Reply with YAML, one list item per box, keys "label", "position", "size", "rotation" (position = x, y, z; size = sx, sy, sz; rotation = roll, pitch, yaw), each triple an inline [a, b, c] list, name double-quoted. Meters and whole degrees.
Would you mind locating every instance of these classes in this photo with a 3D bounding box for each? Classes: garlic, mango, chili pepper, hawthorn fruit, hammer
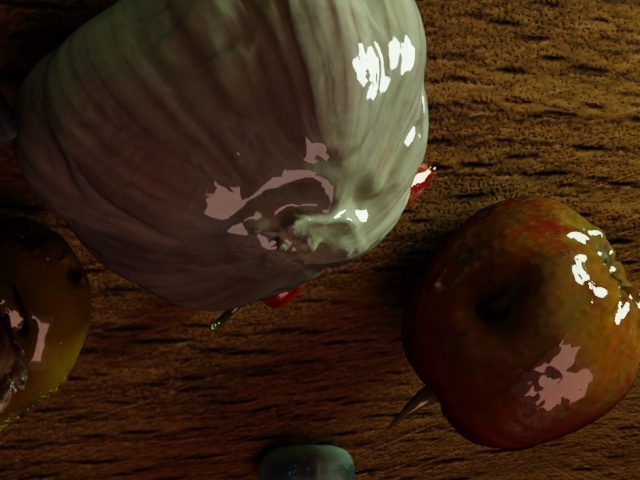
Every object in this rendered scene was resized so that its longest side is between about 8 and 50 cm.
- label: "garlic"
  position: [-0.063, -0.075, 1.075]
  size: [0.317, 0.259, 0.317]
  rotation: [-21, 138, -21]
- label: "mango"
  position: [-0.287, 0.092, 1.183]
  size: [0.248, 0.156, 0.151]
  rotation: [-53, 160, 11]
- label: "chili pepper"
  position: [0.000, 0.000, 1.367]
  size: [0.272, 0.071, 0.063]
  rotation: [-36, 104, -5]
- label: "hawthorn fruit"
  position: [0.212, 0.088, 1.478]
  size: [0.258, 0.258, 0.262]
  rotation: [1, 150, -37]
- label: "hammer"
  position: [-0.047, 0.315, 1.684]
  size: [0.116, 0.069, 0.194]
  rotation: [4, 134, -40]

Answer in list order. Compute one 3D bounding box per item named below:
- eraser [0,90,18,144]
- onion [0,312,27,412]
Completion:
- label: "eraser"
  position: [-0.295, -0.212, 0.885]
  size: [0.096, 0.098, 0.404]
  rotation: [-23, 141, -11]
- label: "onion"
  position: [-0.292, 0.074, 1.033]
  size: [0.163, 0.230, 0.230]
  rotation: [9, 127, -25]
